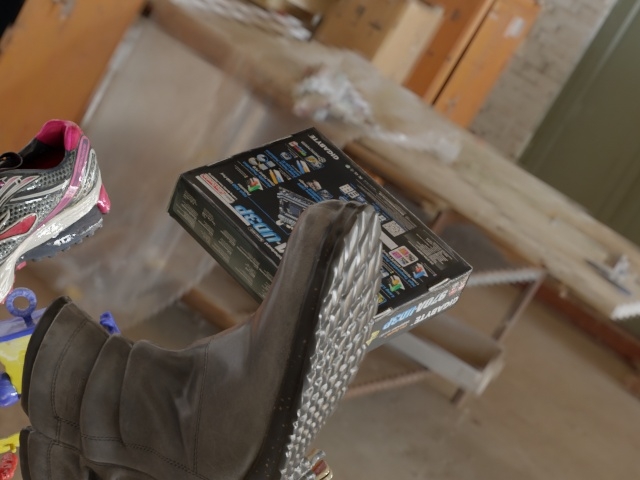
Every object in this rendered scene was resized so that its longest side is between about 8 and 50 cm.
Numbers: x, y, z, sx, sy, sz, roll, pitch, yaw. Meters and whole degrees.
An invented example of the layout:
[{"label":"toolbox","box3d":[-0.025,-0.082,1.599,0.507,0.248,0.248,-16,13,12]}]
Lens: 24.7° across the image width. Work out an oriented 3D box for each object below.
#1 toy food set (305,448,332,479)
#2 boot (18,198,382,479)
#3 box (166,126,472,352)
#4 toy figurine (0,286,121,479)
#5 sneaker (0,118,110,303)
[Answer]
[{"label":"toy food set","box3d":[-0.032,0.238,1.313,0.019,0.122,0.078,57,-15,-15]},{"label":"boot","box3d":[-0.100,0.089,0.993,0.222,0.338,0.118,26,28,15]},{"label":"box","box3d":[0.000,0.000,1.296,0.175,0.051,0.220,-24,58,-42]},{"label":"toy figurine","box3d":[-0.315,0.156,1.788,0.191,0.362,0.217,-80,152,-78]},{"label":"sneaker","box3d":[-0.343,-0.015,1.464,0.120,0.112,0.299,20,45,30]}]
